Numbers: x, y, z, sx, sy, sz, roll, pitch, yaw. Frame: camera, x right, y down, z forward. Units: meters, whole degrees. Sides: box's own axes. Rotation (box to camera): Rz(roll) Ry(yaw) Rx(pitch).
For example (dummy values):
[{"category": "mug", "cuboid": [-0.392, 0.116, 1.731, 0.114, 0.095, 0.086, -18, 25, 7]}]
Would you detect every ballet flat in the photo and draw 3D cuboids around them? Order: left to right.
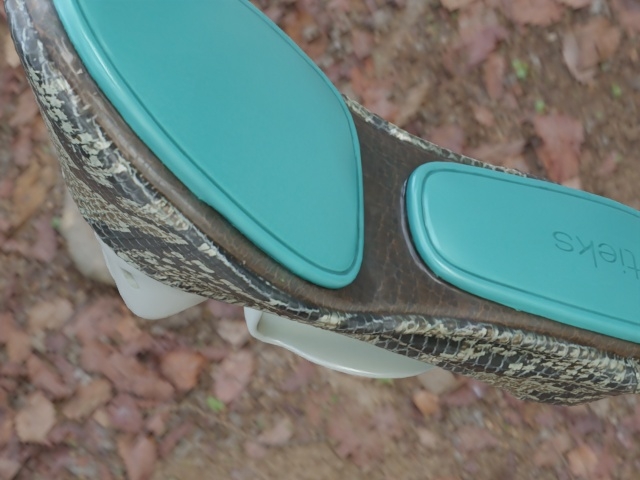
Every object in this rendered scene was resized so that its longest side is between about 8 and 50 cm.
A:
[{"category": "ballet flat", "cuboid": [0.000, 0.000, 0.925, 0.182, 0.482, 0.164, -33, 46, 39]}]
